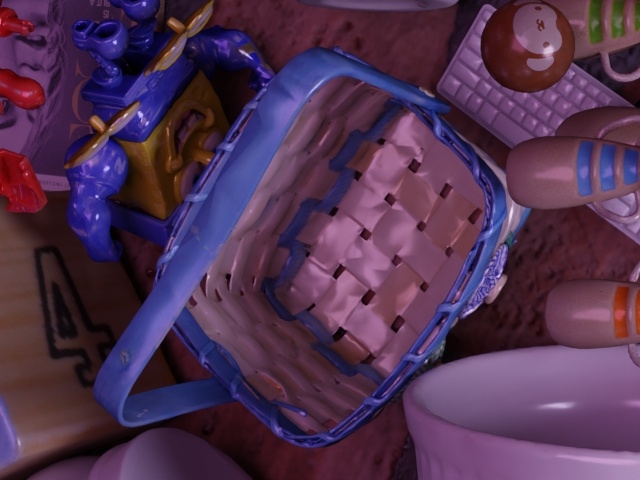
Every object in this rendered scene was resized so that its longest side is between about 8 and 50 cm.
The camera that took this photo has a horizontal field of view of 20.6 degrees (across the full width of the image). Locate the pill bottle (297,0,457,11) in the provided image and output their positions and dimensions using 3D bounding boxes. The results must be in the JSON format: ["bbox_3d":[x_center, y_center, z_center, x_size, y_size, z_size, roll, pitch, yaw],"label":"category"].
[{"bbox_3d":[0.040,-0.270,1.189,0.121,0.121,0.221,2,92,25],"label":"pill bottle"}]

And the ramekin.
[{"bbox_3d":[0.187,0.154,1.046,0.277,0.277,0.135,3,99,25],"label":"ramekin"}]

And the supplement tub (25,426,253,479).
[{"bbox_3d":[-0.189,0.300,1.239,0.331,0.241,0.241,-35,76,21],"label":"supplement tub"}]

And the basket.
[{"bbox_3d":[0.000,0.000,1.116,0.201,0.289,0.255,43,110,26],"label":"basket"}]

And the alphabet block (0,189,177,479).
[{"bbox_3d":[-0.253,0.089,1.282,0.192,0.197,0.193,-29,80,27],"label":"alphabet block"}]

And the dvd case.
[{"bbox_3d":[-0.198,-0.139,1.361,0.164,0.018,0.221,7,94,25],"label":"dvd case"}]

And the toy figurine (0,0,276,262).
[{"bbox_3d":[-0.129,-0.110,1.263,0.191,0.217,0.362,14,53,26],"label":"toy figurine"}]

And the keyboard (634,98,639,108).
[{"bbox_3d":[0.280,-0.103,1.123,0.192,0.038,0.100,-47,72,19],"label":"keyboard"}]

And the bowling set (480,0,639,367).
[{"bbox_3d":[0.193,-0.074,1.040,0.154,0.200,0.287,-1,79,26],"label":"bowling set"}]

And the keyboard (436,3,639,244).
[{"bbox_3d":[0.184,-0.062,1.164,0.256,0.014,0.072,40,106,28],"label":"keyboard"}]
